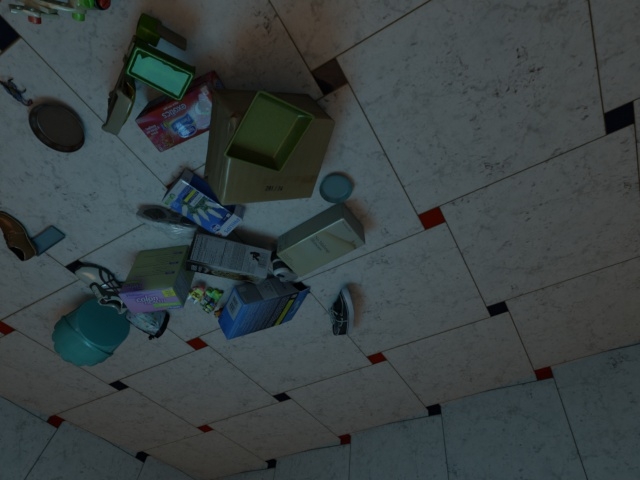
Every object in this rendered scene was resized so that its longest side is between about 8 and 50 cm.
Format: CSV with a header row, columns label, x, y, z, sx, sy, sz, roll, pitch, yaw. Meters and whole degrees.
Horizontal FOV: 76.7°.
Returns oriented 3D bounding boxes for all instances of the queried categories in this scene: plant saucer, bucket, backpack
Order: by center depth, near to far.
label,x,y,z,sx,sy,sz,roll,pitch,yaw
plant saucer,-0.136,-0.280,1.035,0.188,0.045,0.188,9,126,-46
plant saucer,-0.845,-0.365,1.307,0.168,0.029,0.168,1,130,1
plant saucer,0.055,-0.188,1.459,0.119,0.021,0.119,0,130,1
plant saucer,-1.106,0.002,1.623,0.192,0.018,0.067,-26,125,22
bucket,-1.015,0.406,1.810,0.183,0.281,0.281,-36,121,23
backpack,-0.785,0.345,1.843,0.115,0.152,0.182,-43,116,12

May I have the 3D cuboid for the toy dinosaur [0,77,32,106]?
label,x,y,z,sx,sy,sz,roll,pitch,yaw
toy dinosaur,-0.931,-0.452,1.242,0.090,0.047,0.082,21,146,26

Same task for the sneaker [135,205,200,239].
label,x,y,z,sx,sy,sz,roll,pitch,yaw
sneaker,-0.581,-0.052,1.534,0.232,0.090,0.115,16,132,-12

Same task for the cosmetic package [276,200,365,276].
label,x,y,z,sx,sy,sz,roll,pitch,yaw
cosmetic package,0.000,0.000,1.560,0.309,0.113,0.160,-29,124,23

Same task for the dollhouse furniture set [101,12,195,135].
label,x,y,z,sx,sy,sz,roll,pitch,yaw
dollhouse furniture set,-0.492,-0.440,1.154,0.151,0.197,0.301,18,132,-35

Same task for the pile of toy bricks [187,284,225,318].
label,x,y,z,sx,sy,sz,roll,pitch,yaw
pile of toy bricks,-0.479,0.262,1.801,0.212,0.118,0.105,40,85,-18

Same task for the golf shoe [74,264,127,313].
label,x,y,z,sx,sy,sz,roll,pitch,yaw
golf shoe,-0.925,0.203,1.728,0.105,0.120,0.273,-36,120,28

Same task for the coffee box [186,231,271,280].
label,x,y,z,sx,sy,sz,roll,pitch,yaw
coffee box,-0.358,0.076,1.570,0.297,0.118,0.168,14,161,-14

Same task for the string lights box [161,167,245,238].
label,x,y,z,sx,sy,sz,roll,pitch,yaw
string lights box,-0.421,-0.129,1.473,0.260,0.076,0.133,35,121,-26

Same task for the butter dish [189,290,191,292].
label,x,y,z,sx,sy,sz,roll,pitch,yaw
butter dish,-0.675,0.233,1.750,0.160,0.118,0.160,-18,127,15

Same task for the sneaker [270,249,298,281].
label,x,y,z,sx,sy,sz,roll,pitch,yaw
sneaker,-0.150,0.096,1.667,0.079,0.121,0.217,-17,163,3

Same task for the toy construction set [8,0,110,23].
label,x,y,z,sx,sy,sz,roll,pitch,yaw
toy construction set,-0.621,-0.652,0.953,0.151,0.215,0.327,47,131,6

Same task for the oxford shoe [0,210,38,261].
label,x,y,z,sx,sy,sz,roll,pitch,yaw
oxford shoe,-1.189,-0.014,1.565,0.076,0.076,0.212,-15,116,17

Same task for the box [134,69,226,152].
label,x,y,z,sx,sy,sz,roll,pitch,yaw
box,-0.404,-0.388,1.222,0.257,0.128,0.122,-19,129,15

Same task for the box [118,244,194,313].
label,x,y,z,sx,sy,sz,roll,pitch,yaw
box,-0.631,0.150,1.601,0.214,0.243,0.117,-7,129,5

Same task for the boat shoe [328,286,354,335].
label,x,y,z,sx,sy,sz,roll,pitch,yaw
boat shoe,0.088,0.330,1.835,0.105,0.113,0.306,-12,140,-9

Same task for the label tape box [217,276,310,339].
label,x,y,z,sx,sy,sz,roll,pitch,yaw
label tape box,-0.243,0.282,1.771,0.348,0.115,0.249,-10,142,-42

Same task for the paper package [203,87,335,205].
label,x,y,z,sx,sy,sz,roll,pitch,yaw
paper package,-0.162,-0.273,1.210,0.325,0.168,0.309,-11,139,-33
